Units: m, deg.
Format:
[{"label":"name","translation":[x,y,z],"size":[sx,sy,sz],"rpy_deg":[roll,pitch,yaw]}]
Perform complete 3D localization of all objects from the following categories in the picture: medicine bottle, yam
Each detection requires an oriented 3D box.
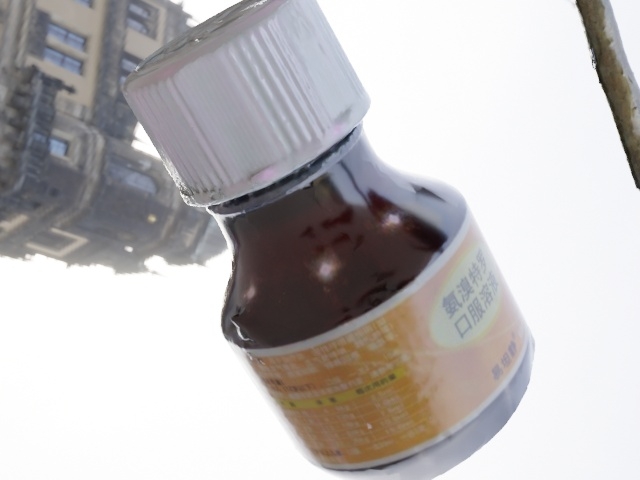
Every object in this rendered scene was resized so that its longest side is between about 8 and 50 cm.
[{"label":"medicine bottle","translation":[0.000,0.000,0.770],"size":[0.242,0.395,0.242],"rpy_deg":[-28,-157,13]},{"label":"yam","translation":[0.187,-0.133,0.621],"size":[0.029,0.234,0.027],"rpy_deg":[-29,-160,-4]}]
